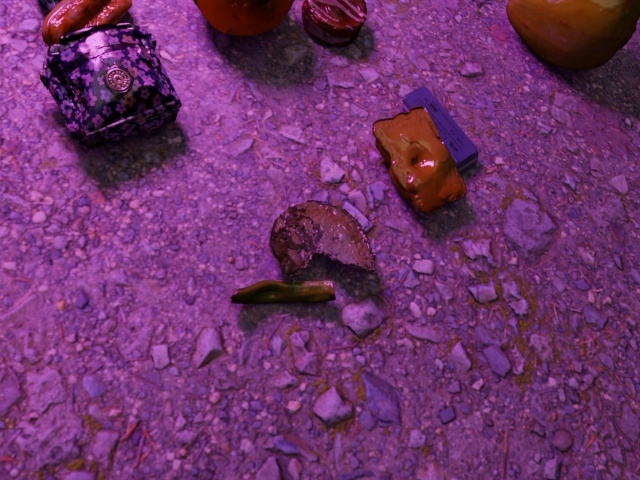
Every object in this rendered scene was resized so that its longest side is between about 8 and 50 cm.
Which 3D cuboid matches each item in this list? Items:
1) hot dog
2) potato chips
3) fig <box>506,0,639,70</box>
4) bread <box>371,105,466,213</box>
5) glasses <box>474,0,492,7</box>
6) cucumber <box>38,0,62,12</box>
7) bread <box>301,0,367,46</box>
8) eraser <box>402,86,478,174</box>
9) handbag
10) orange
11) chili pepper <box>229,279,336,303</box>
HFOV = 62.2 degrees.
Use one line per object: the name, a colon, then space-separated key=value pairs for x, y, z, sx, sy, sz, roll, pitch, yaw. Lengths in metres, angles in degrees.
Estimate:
hot dog: x=-0.476 y=-0.443 z=1.065 sx=0.076 sy=0.102 sz=0.249 roll=4 pitch=55 yaw=31
potato chips: x=-0.001 y=0.003 z=1.021 sx=0.219 sy=0.029 sz=0.202 roll=-12 pitch=59 yaw=-33
fig: x=0.652 y=-0.589 z=1.386 sx=0.326 sy=0.258 sz=0.258 roll=19 pitch=62 yaw=13
bread: x=0.210 y=-0.168 z=1.154 sx=0.160 sy=0.088 sz=0.233 roll=-23 pitch=78 yaw=-19
glasses: x=0.435 y=-0.691 z=1.481 sx=0.139 sy=0.062 sz=0.104 roll=-6 pitch=91 yaw=-19
cucumber: x=-0.570 y=-0.545 z=1.095 sx=0.056 sy=0.056 sz=0.250 roll=-15 pitch=70 yaw=-22
bread: x=0.032 y=-0.545 z=1.268 sx=0.160 sy=0.073 sz=0.161 roll=5 pitch=69 yaw=-14
eraser: x=0.279 y=-0.256 z=1.238 sx=0.082 sy=0.036 sz=0.225 roll=-30 pitch=78 yaw=-28
handbag: x=-0.388 y=-0.297 z=0.993 sx=0.228 sy=0.126 sz=0.208 roll=-28 pitch=91 yaw=-23
orange: x=-0.167 y=-0.560 z=1.118 sx=0.246 sy=0.246 sz=0.246 roll=6 pitch=66 yaw=-14
chili pepper: x=-0.068 y=0.095 z=0.971 sx=0.201 sy=0.052 sz=0.050 roll=-1 pitch=42 yaw=-17
